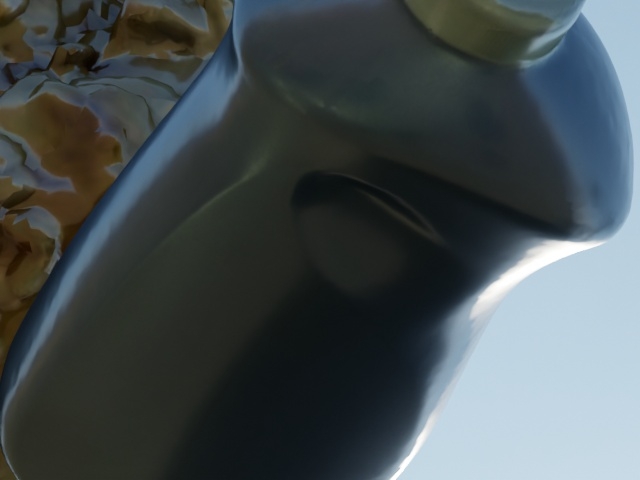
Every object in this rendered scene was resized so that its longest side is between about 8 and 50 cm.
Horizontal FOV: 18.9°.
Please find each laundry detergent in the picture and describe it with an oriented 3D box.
[{"bbox_3d":[0.000,-0.001,0.404,0.097,0.061,0.206,18,-39,-13],"label":"laundry detergent"}]

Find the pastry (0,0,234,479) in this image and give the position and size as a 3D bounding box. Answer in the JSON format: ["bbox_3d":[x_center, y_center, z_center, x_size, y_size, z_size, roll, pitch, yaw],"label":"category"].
[{"bbox_3d":[-0.101,-0.038,0.645,0.255,0.311,0.162,14,-41,42],"label":"pastry"}]
